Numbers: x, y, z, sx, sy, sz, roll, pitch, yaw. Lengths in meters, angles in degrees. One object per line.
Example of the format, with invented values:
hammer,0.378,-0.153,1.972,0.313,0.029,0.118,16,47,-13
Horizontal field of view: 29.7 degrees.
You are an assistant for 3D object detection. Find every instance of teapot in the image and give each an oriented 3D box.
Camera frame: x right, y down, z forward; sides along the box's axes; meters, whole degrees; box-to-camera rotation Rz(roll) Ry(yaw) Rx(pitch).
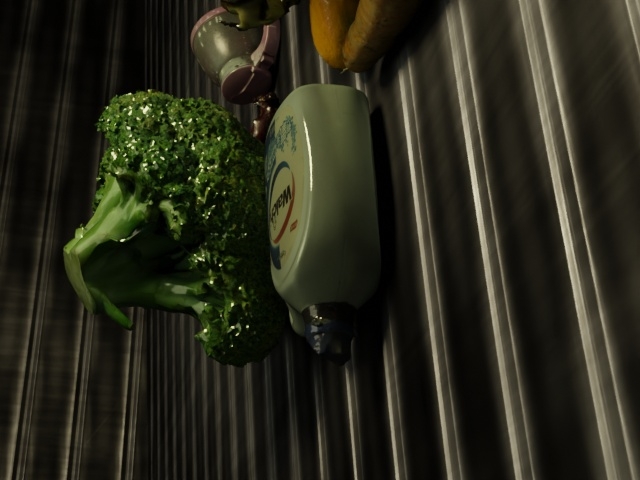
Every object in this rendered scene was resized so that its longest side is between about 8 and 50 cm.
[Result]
teapot,-0.112,-0.281,1.818,0.116,0.148,0.146,52,-166,-54

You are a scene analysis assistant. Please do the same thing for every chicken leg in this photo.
chicken leg,-0.088,-0.093,1.741,0.106,0.051,0.253,-96,15,-54

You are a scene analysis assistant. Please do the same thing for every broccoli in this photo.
broccoli,-0.164,-0.018,1.512,0.413,0.310,0.321,48,124,43

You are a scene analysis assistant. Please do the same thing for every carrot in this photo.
carrot,0.061,-0.228,1.150,0.298,0.078,0.078,117,153,-65

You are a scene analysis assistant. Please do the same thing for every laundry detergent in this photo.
laundry detergent,0.000,0.000,1.260,0.215,0.105,0.280,123,146,-62

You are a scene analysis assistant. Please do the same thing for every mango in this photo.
mango,0.019,-0.237,1.293,0.079,0.057,0.114,49,159,49

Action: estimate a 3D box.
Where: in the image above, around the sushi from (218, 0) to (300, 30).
sushi,-0.053,-0.340,1.287,0.291,0.131,0.139,111,167,-70
